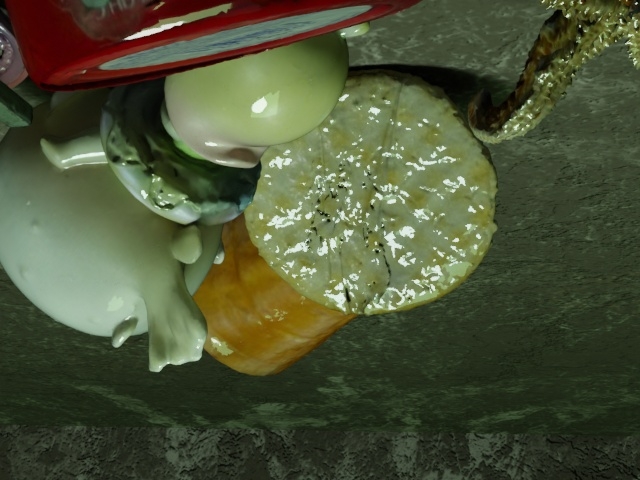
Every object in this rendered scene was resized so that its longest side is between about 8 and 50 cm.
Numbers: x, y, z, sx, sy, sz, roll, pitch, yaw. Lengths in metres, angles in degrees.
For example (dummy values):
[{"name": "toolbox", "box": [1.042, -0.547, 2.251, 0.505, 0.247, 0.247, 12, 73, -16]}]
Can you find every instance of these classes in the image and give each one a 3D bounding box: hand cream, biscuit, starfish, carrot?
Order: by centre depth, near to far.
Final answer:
[{"name": "hand cream", "box": [-0.057, -0.167, 0.789, 0.230, 0.149, 0.230, -15, -176, 1]}, {"name": "starfish", "box": [0.201, -0.161, 0.995, 0.303, 0.113, 0.312, 9, 153, -33]}, {"name": "biscuit", "box": [0.040, -0.036, 1.296, 0.220, 0.219, 0.033, -3, -162, 14]}, {"name": "carrot", "box": [0.000, 0.000, 1.474, 0.196, 0.196, 0.254, 15, 149, -40]}]

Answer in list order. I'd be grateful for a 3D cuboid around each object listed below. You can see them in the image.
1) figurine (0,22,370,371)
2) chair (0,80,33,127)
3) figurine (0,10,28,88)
[{"name": "figurine", "box": [-0.097, -0.049, 1.182, 0.227, 0.274, 0.394, 9, 144, -36]}, {"name": "chair", "box": [-0.284, -0.164, 0.952, 0.147, 0.136, 0.270, -4, 165, 12]}, {"name": "figurine", "box": [-0.285, -0.104, 1.171, 0.114, 0.157, 0.126, 16, 179, 31]}]
